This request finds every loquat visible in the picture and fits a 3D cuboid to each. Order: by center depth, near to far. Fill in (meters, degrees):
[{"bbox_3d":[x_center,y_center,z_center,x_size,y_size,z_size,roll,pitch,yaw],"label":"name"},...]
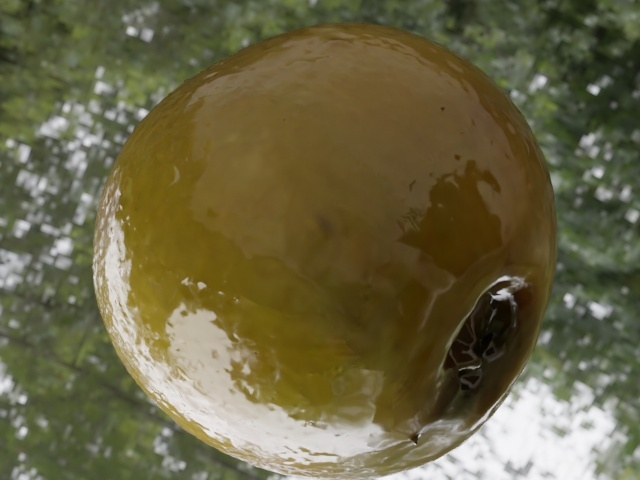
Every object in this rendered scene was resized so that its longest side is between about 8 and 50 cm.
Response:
[{"bbox_3d":[0.000,0.000,0.877,0.275,0.275,0.275,21,-158,-9],"label":"loquat"}]
